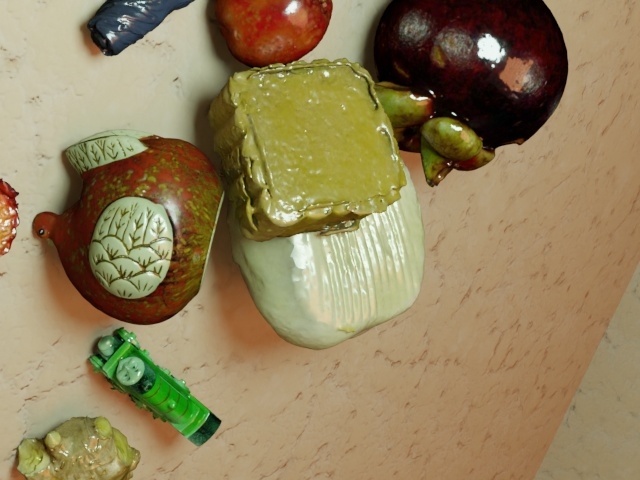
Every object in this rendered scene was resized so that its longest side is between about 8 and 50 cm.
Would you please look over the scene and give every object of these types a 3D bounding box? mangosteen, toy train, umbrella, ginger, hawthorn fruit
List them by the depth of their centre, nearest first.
[{"bbox_3d":[-0.187,-0.315,1.125,0.248,0.071,0.071,-46,142,-24],"label":"umbrella"},{"bbox_3d":[-0.052,-0.300,1.200,0.148,0.172,0.148,30,56,-59],"label":"hawthorn fruit"},{"bbox_3d":[-0.354,0.323,1.339,0.157,0.102,0.216,-22,142,-3],"label":"ginger"},{"bbox_3d":[-0.249,0.225,1.378,0.085,0.119,0.251,-49,144,-11],"label":"toy train"},{"bbox_3d":[0.216,-0.252,1.420,0.307,0.307,0.347,37,80,-54],"label":"mangosteen"}]

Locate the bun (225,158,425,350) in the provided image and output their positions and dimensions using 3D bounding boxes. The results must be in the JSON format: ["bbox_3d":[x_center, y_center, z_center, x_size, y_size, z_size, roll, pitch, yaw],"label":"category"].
[{"bbox_3d":[0.000,0.000,1.408,0.361,0.213,0.361,8,79,-41],"label":"bun"}]

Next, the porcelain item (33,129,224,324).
[{"bbox_3d":[-0.249,-0.021,1.164,0.253,0.253,0.253,-29,134,-35],"label":"porcelain item"}]

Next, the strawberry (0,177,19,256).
[{"bbox_3d":[-0.416,-0.026,1.032,0.145,0.086,0.145,-31,136,-35],"label":"strawberry"}]

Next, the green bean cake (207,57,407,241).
[{"bbox_3d":[-0.023,-0.118,1.218,0.230,0.131,0.224,-12,80,-27],"label":"green bean cake"}]
